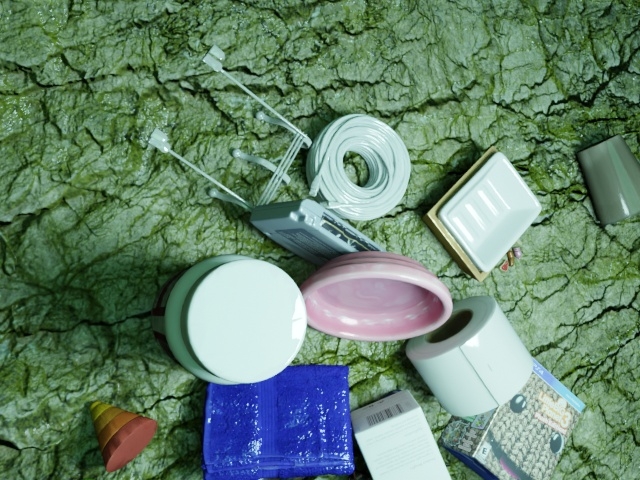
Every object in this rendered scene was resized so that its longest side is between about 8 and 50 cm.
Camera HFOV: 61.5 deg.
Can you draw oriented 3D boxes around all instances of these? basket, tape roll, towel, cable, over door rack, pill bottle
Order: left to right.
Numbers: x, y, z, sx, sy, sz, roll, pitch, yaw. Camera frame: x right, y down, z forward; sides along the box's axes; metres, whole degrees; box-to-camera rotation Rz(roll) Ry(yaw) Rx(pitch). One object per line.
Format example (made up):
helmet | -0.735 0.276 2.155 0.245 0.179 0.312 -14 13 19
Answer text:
pill bottle | -0.180 0.141 0.988 0.224 0.392 0.224 3 83 -22
over door rack | -0.192 -0.218 1.167 0.324 0.108 0.239 39 70 -36
towel | -0.085 0.367 1.102 0.308 0.076 0.227 -1 66 -6
cable | 0.092 -0.174 1.305 0.257 0.089 0.257 14 78 -21
tape roll | 0.347 0.267 1.270 0.246 0.246 0.169 -37 97 -22
basket | 0.871 -0.188 1.597 0.204 0.154 0.226 -27 90 -21

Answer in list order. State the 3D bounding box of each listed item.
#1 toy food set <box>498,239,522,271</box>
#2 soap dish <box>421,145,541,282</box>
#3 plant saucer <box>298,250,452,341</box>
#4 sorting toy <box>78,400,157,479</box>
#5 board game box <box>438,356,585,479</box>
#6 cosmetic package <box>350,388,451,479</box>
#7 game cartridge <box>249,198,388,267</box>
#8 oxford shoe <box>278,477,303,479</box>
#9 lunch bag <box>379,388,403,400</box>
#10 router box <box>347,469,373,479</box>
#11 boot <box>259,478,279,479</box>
toy food set | 0.523 0.037 1.491 0.078 0.019 0.122 38 71 -14
soap dish | 0.419 -0.069 1.409 0.291 0.118 0.229 -44 101 -21
plant saucer | 0.113 0.120 1.164 0.332 0.332 0.084 16 56 -20
sorting toy | -0.482 0.443 1.003 0.126 0.127 0.365 38 71 17
board game box | 0.483 0.461 1.356 0.232 0.141 0.291 40 71 -13
cosmetic package | 0.169 0.450 1.165 0.151 0.151 0.183 -22 90 -2
game cartridge | 0.000 0.000 1.168 0.294 0.196 0.060 33 63 -36
oxford shoe | -0.044 0.411 1.191 0.096 0.083 0.227 40 55 -48
lunch bag | 0.193 0.409 1.284 0.065 0.067 0.098 -23 93 -23
router box | 0.115 0.592 1.245 0.122 0.038 0.092 21 77 -19
boot | -0.078 0.555 1.078 0.090 0.207 0.248 -24 93 -23
